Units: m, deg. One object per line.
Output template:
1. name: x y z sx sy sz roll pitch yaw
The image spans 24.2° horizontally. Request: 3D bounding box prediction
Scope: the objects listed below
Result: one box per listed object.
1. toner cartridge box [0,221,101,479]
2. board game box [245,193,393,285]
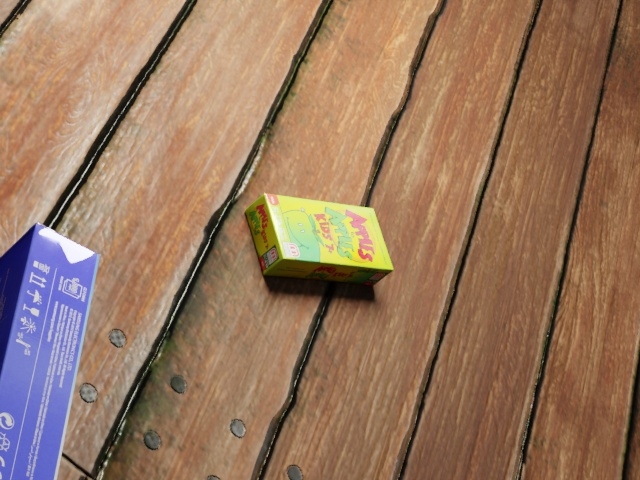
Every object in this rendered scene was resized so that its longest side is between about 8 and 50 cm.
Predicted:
1. toner cartridge box: -0.294 0.166 1.334 0.075 0.165 0.348 28 45 -25
2. board game box: 0.000 0.000 1.841 0.181 0.043 0.092 6 56 -41
